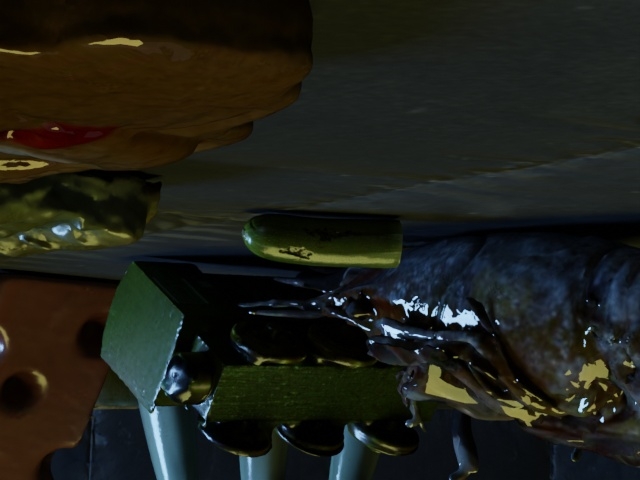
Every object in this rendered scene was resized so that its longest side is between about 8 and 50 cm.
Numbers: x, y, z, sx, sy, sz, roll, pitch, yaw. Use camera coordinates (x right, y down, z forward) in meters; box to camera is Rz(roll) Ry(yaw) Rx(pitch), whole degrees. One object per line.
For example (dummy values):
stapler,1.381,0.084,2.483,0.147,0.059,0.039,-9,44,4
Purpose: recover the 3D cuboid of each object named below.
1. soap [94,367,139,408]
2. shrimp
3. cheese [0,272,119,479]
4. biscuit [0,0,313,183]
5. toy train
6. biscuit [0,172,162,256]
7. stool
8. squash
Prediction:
soap,-0.300,0.107,1.758,0.274,0.089,0.173,-5,170,38
shrimp,0.091,0.055,1.126,0.343,0.116,0.145,9,144,42
cheese,-0.241,0.120,1.470,0.128,0.177,0.203,8,171,-41
biscuit,-0.120,-0.046,0.639,0.186,0.044,0.295,4,174,-36
toy train,-0.020,0.075,1.297,0.225,0.090,0.137,5,-156,-38
biscuit,-0.222,-0.019,0.897,0.273,0.036,0.187,8,171,-41
stool,-0.050,0.160,1.690,0.195,0.198,0.195,-8,169,44
squash,0.000,0.000,1.046,0.083,0.027,0.027,2,173,-10
